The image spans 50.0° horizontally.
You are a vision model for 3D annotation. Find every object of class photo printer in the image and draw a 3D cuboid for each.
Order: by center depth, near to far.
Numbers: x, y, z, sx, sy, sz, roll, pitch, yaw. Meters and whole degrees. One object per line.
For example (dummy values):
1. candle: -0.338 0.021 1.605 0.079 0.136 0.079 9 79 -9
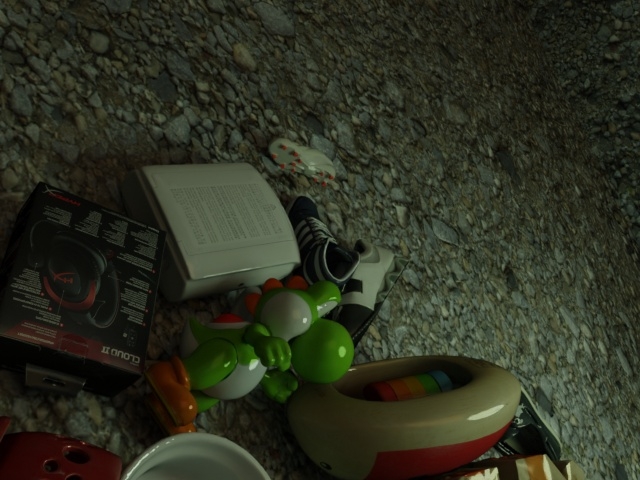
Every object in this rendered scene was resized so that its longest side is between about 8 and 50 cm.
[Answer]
1. photo printer: -0.187 -0.026 1.284 0.307 0.107 0.256 -10 66 -47

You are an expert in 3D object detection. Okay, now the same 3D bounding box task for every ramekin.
1. ramekin: -0.192 0.418 0.944 0.277 0.135 0.277 24 49 -30

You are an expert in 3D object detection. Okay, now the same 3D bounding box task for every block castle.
1. block castle: 0.286 0.561 1.240 0.453 0.213 0.303 1 73 -35

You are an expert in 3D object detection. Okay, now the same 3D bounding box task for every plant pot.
1. plant pot: -0.359 0.320 0.821 0.174 0.191 0.191 28 46 -17

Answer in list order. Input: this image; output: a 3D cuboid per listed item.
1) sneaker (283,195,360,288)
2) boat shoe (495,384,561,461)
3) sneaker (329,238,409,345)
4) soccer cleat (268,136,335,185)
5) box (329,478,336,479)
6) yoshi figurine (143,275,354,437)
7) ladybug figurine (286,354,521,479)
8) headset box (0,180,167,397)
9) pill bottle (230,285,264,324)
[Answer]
1. sneaker: 0.000 0.000 1.407 0.099 0.153 0.282 24 48 -30
2. boat shoe: 0.419 0.413 1.527 0.340 0.127 0.113 49 28 -18
3. sneaker: 0.057 0.118 1.425 0.146 0.122 0.330 32 42 4
4. soccer cleat: -0.045 -0.191 1.576 0.196 0.068 0.076 26 42 -38
5. box: -0.036 0.464 1.127 0.178 0.042 0.109 3 61 -42
6. yoshi figurine: -0.084 0.201 1.096 0.362 0.203 0.203 -31 115 -29
7. ladybug figurine: 0.160 0.318 1.232 0.449 0.305 0.161 -5 99 -18
8. headset box: -0.369 0.088 1.032 0.218 0.110 0.293 24 48 -30
9. pill bottle: -0.069 0.162 1.266 0.184 0.103 0.103 27 47 -28
